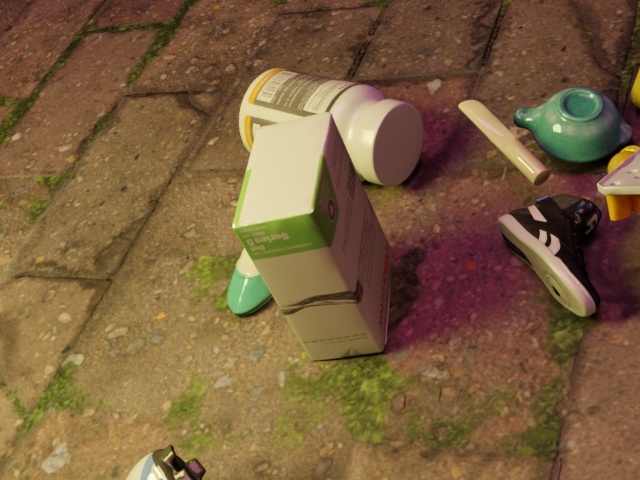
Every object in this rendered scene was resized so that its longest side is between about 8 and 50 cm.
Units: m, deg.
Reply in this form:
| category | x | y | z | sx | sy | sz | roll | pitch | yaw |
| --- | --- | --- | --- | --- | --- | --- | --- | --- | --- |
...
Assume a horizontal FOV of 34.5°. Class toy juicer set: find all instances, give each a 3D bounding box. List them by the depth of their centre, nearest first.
| category | x | y | z | sx | sy | sz | roll | pitch | yaw |
| --- | --- | --- | --- | --- | --- | --- | --- | --- | --- |
| toy juicer set | 0.387 | -0.144 | 1.505 | 0.329 | 0.089 | 0.209 | -12 | 54 | 0 |

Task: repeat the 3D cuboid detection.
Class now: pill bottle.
| category | x | y | z | sx | sy | sz | roll | pitch | yaw |
| --- | --- | --- | --- | --- | --- | --- | --- | --- | --- |
| pill bottle | 0.016 | -0.179 | 1.652 | 0.278 | 0.162 | 0.162 | 19 | 56 | 38 |

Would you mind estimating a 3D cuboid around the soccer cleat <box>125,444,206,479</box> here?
| category | x | y | z | sx | sy | sz | roll | pitch | yaw |
| --- | --- | --- | --- | --- | --- | --- | --- | --- | --- |
| soccer cleat | -0.148 | 0.382 | 1.179 | 0.143 | 0.116 | 0.331 | -47 | 42 | 2 |

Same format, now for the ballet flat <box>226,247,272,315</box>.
| category | x | y | z | sx | sy | sz | roll | pitch | yaw |
| --- | --- | --- | --- | --- | --- | --- | --- | --- | --- |
| ballet flat | -0.064 | 0.003 | 1.549 | 0.083 | 0.087 | 0.247 | 23 | 59 | 40 |

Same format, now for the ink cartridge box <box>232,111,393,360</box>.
| category | x | y | z | sx | sy | sz | roll | pitch | yaw |
| --- | --- | --- | --- | --- | --- | --- | --- | --- | --- |
| ink cartridge box | 0.000 | 0.000 | 1.380 | 0.115 | 0.272 | 0.198 | -11 | 42 | 19 |

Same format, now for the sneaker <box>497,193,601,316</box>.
| category | x | y | z | sx | sy | sz | roll | pitch | yaw |
| --- | --- | --- | --- | --- | --- | --- | --- | --- | --- |
| sneaker | 0.335 | 0.003 | 1.365 | 0.121 | 0.079 | 0.217 | -29 | 39 | -4 |

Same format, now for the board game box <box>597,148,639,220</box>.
| category | x | y | z | sx | sy | sz | roll | pitch | yaw |
| --- | --- | --- | --- | --- | --- | --- | --- | --- | --- |
| board game box | 0.589 | -0.111 | 1.223 | 0.390 | 0.050 | 0.390 | 2 | 23 | 41 |
